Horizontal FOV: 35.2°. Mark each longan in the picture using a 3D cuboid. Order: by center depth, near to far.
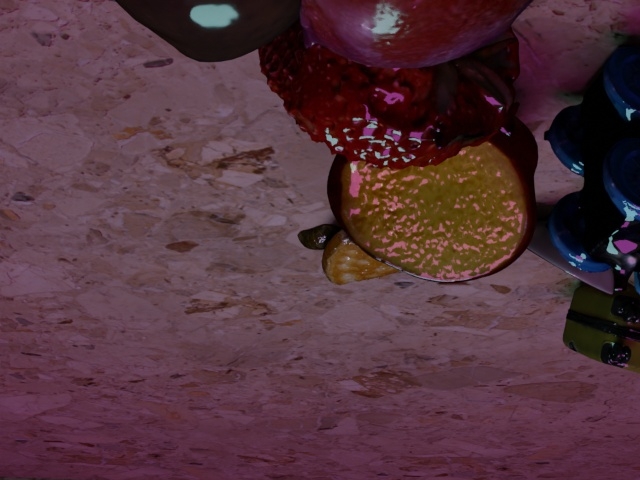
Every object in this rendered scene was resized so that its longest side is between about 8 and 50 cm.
[{"bbox_3d":[-0.105,-0.297,0.958,0.258,0.258,0.258,2,151,1],"label":"longan"}]

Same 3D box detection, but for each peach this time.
[{"bbox_3d":[0.144,-0.070,1.346,0.274,0.249,0.245,9,175,-5],"label":"peach"}]

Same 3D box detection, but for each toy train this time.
[{"bbox_3d":[0.430,-0.075,1.244,0.265,0.300,0.188,14,149,-11],"label":"toy train"}]

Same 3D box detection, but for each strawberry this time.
[{"bbox_3d":[0.076,-0.192,1.143,0.261,0.261,0.257,22,152,-30],"label":"strawberry"}]

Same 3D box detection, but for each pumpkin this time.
[{"bbox_3d":[-0.001,0.001,1.698,0.083,0.028,0.050,-13,149,33],"label":"pumpkin"}]

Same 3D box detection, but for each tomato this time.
[{"bbox_3d":[0.123,-0.271,0.868,0.176,0.289,0.335,38,104,4],"label":"tomato"}]

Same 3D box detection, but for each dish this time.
[{"bbox_3d":[0.395,0.010,1.598,0.190,0.190,0.066,23,102,-32],"label":"dish"}]

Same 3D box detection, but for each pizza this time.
[{"bbox_3d":[0.101,0.018,1.692,0.199,0.062,0.188,1,157,-10],"label":"pizza"}]

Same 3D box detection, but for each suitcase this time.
[{"bbox_3d":[0.547,0.150,1.740,0.194,0.143,0.235,13,-178,-11],"label":"suitcase"}]

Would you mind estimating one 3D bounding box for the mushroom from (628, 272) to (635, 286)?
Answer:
[{"bbox_3d":[0.505,-0.024,1.483,0.204,0.204,0.204,2,151,1],"label":"mushroom"}]
